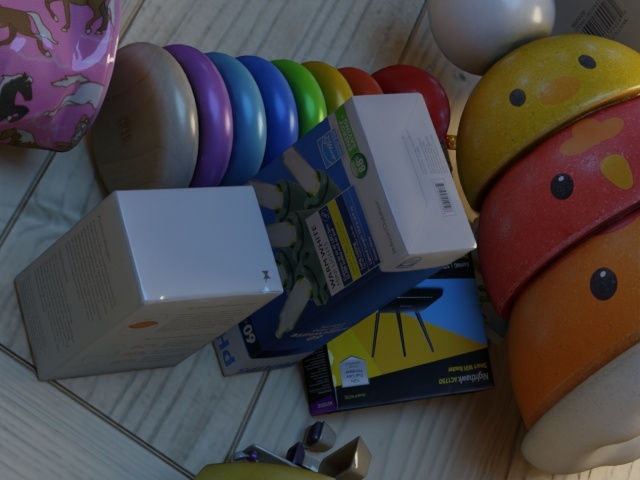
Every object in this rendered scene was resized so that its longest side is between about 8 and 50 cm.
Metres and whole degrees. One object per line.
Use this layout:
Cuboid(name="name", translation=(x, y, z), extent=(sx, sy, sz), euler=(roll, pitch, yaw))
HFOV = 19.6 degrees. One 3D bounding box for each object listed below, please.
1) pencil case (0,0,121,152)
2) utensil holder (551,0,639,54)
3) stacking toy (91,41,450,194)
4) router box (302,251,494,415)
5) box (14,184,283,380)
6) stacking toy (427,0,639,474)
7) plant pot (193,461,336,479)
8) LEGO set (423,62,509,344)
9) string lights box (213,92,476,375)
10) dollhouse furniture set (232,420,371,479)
Cuboid(name="pencil case", translation=(-0.341, -0.170, 1.386), extent=(0.386, 0.167, 0.160), euler=(9, 26, -34))
Cuboid(name="utensil holder", translation=(0.371, -0.308, 1.882), extent=(0.385, 0.327, 0.328), euler=(-17, 78, -39))
Cuboid(name="stacking toy", translation=(-0.023, -0.104, 1.581), extent=(0.330, 0.141, 0.141), euler=(-7, 71, -34))
Cuboid(name="router box", translation=(0.063, 0.076, 1.611), extent=(0.179, 0.046, 0.133), euler=(-5, 82, -37))
Cuboid(name="box", translation=(-0.134, 0.033, 1.419), extent=(0.130, 0.170, 0.091), euler=(-3, 68, -39))
Cuboid(name="stacking toy", translation=(0.230, -0.061, 1.663), extent=(0.350, 0.350, 0.480), euler=(-17, 68, -41))
Cuboid(name="plant pot", translation=(-0.060, 0.222, 1.416), extent=(0.095, 0.134, 0.134), euler=(25, 49, 9))
Cuboid(name="LEGO set", translation=(0.119, -0.046, 1.730), extent=(0.244, 0.060, 0.182), euler=(41, 45, -11))
Cuboid(name="string lights box", translation=(0.000, 0.000, 1.476), extent=(0.076, 0.259, 0.133), euler=(-6, 70, -39))
Cuboid(name="dollhouse furniture set", translation=(-0.012, 0.160, 1.483), extent=(0.081, 0.114, 0.091), euler=(29, 54, -16))
